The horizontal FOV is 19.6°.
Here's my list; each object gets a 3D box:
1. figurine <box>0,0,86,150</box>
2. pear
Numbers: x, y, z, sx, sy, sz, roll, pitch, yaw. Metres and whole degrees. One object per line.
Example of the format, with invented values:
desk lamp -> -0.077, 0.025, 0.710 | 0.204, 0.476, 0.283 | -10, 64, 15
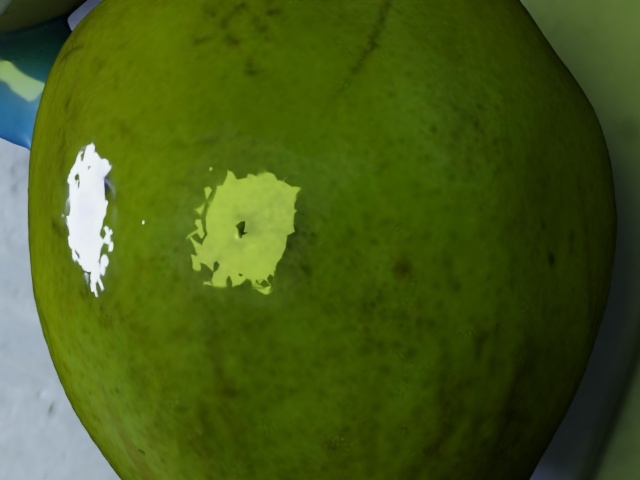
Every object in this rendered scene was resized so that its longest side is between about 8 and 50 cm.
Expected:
figurine -> -0.154, -0.170, 0.793 | 0.298, 0.243, 0.416 | -62, 26, 16
pear -> 0.000, 0.000, 0.655 | 0.212, 0.212, 0.269 | -13, 67, 28
